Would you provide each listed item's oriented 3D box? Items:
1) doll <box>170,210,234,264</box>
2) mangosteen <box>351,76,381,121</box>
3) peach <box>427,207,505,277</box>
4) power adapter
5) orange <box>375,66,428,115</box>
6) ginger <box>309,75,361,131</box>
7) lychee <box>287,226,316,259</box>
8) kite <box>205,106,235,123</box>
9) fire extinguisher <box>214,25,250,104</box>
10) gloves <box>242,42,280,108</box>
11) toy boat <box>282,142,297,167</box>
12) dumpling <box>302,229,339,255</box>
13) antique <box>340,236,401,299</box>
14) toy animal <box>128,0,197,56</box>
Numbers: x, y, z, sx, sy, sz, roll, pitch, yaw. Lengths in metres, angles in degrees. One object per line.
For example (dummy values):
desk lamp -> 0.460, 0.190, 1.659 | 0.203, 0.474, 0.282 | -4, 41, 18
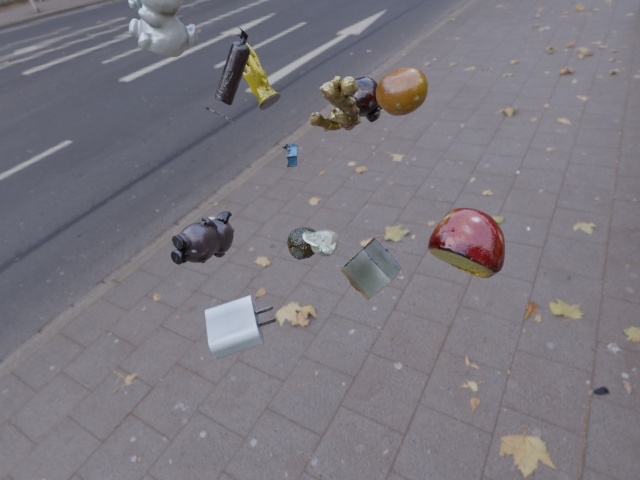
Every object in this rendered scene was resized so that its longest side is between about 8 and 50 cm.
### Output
doll -> -0.385, -0.001, 1.378 | 0.117, 0.182, 0.257 | 26, 29, 16
mangosteen -> 0.187, -0.586, 1.710 | 0.172, 0.184, 0.173 | -45, 18, 18
peach -> 0.558, 0.013, 1.525 | 0.274, 0.246, 0.248 | 34, 21, 16
power adapter -> -0.297, 0.317, 1.560 | 0.254, 0.124, 0.187 | -18, 49, -4
orange -> 0.243, -0.443, 1.226 | 0.156, 0.124, 0.156 | -18, 30, 11
ginger -> 0.050, -0.332, 1.021 | 0.193, 0.176, 0.053 | -10, 75, 43
lychee -> -0.077, 0.007, 1.966 | 0.170, 0.171, 0.171 | -6, 39, 5
kite -> -0.397, -0.493, 1.605 | 0.141, 0.015, 0.245 | 26, 10, -12
fire extinguisher -> -0.316, -0.628, 1.483 | 0.072, 0.268, 0.089 | 42, 31, 22
gloves -> -0.312, -0.767, 1.907 | 0.133, 0.295, 0.116 | -30, 4, 30
toy boat -> -0.149, -0.420, 1.979 | 0.077, 0.075, 0.186 | 1, 39, -2
dumpling -> -0.002, 0.002, 1.666 | 0.154, 0.181, 0.112 | 24, 78, -11
antique -> 0.172, 0.099, 1.440 | 0.152, 0.148, 0.146 | 47, 31, 5
toy animal -> -0.555, -0.870, 1.486 | 0.241, 0.368, 0.196 | -17, 50, -38
